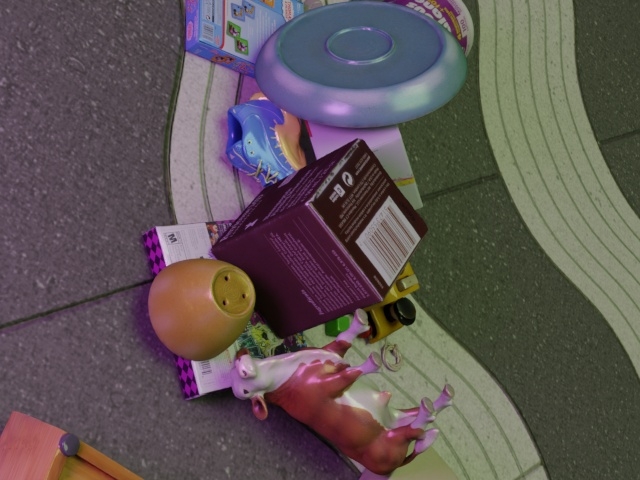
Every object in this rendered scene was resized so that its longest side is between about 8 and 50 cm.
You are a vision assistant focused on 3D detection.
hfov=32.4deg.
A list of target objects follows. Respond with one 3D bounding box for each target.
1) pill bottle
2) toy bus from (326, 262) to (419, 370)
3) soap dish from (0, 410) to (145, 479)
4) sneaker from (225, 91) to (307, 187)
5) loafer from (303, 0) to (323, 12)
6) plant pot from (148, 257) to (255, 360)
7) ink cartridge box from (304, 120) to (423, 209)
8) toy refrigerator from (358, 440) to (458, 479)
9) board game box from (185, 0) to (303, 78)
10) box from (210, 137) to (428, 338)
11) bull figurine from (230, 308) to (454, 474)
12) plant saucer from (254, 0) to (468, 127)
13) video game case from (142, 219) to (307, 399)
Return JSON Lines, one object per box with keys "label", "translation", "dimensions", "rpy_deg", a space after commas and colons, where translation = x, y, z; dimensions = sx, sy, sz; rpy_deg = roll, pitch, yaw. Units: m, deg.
{"label": "pill bottle", "translation": [0.123, -0.310, 1.834], "dimensions": [0.169, 0.169, 0.301], "rpy_deg": [57, 43, -9]}
{"label": "toy bus", "translation": [0.098, 0.071, 1.687], "dimensions": [0.202, 0.104, 0.191], "rpy_deg": [31, 53, -31]}
{"label": "soap dish", "translation": [-0.250, 0.349, 1.195], "dimensions": [0.291, 0.118, 0.229], "rpy_deg": [41, 49, -31]}
{"label": "sneaker", "translation": [-0.075, -0.102, 1.627], "dimensions": [0.126, 0.091, 0.240], "rpy_deg": [-16, 84, -28]}
{"label": "loafer", "translation": [-0.018, -0.343, 1.815], "dimensions": [0.045, 0.039, 0.125], "rpy_deg": [5, 61, -7]}
{"label": "plant pot", "translation": [-0.136, 0.077, 1.399], "dimensions": [0.134, 0.095, 0.134], "rpy_deg": [17, 63, -36]}
{"label": "ink cartridge box", "translation": [0.064, -0.122, 1.651], "dimensions": [0.176, 0.127, 0.128], "rpy_deg": [67, 4, -52]}
{"label": "toy refrigerator", "translation": [0.084, 0.401, 1.537], "dimensions": [0.102, 0.094, 0.269], "rpy_deg": [49, 44, -10]}
{"label": "board game box", "translation": [-0.113, -0.334, 1.709], "dimensions": [0.211, 0.039, 0.160], "rpy_deg": [17, 61, -38]}
{"label": "box", "translation": [0.000, 0.000, 1.488], "dimensions": [0.167, 0.203, 0.168], "rpy_deg": [52, 43, -15]}
{"label": "bull figurine", "translation": [0.030, 0.201, 1.450], "dimensions": [0.310, 0.188, 0.101], "rpy_deg": [38, 32, -29]}
{"label": "plant saucer", "translation": [0.059, -0.275, 1.628], "dimensions": [0.317, 0.317, 0.044], "rpy_deg": [-56, 152, -43]}
{"label": "video game case", "translation": [-0.123, 0.086, 1.508], "dimensions": [0.210, 0.042, 0.232], "rpy_deg": [-8, 78, -45]}
